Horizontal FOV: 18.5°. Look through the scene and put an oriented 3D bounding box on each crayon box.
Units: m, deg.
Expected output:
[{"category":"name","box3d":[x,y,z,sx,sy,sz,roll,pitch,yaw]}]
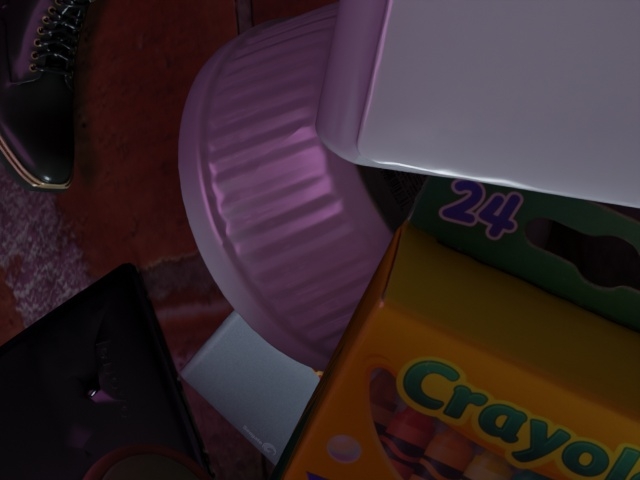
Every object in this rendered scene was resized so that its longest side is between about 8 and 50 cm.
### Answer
[{"category":"crayon box","box3d":[0.084,0.131,0.997,0.083,0.203,0.323,-70,5,-59]}]

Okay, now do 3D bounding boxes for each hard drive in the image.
[{"category":"hard drive","box3d":[-0.024,0.080,1.267,0.094,0.022,0.135,43,134,2]}]

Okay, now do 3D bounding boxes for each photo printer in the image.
[{"category":"photo printer","box3d":[0.150,-0.168,0.865,0.107,0.256,0.307,-110,31,-70]}]

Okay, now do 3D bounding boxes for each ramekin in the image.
[{"category":"ramekin","box3d":[0.036,-0.037,1.072,0.109,0.207,0.207,-21,73,43]}]

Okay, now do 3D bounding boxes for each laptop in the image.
[{"category":"laptop","box3d":[-0.192,0.302,1.550,0.408,0.236,0.382,93,158,-60]}]

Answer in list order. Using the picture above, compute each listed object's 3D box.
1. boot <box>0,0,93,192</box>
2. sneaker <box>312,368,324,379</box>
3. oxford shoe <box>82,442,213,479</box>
[{"category":"boot","box3d":[-0.207,-0.150,1.520,0.137,0.077,0.198,-37,62,43]},{"category":"sneaker","box3d":[0.044,0.085,1.179,0.069,0.084,0.185,22,134,47]},{"category":"oxford shoe","box3d":[-0.077,0.337,1.286,0.146,0.140,0.397,-45,58,51]}]
